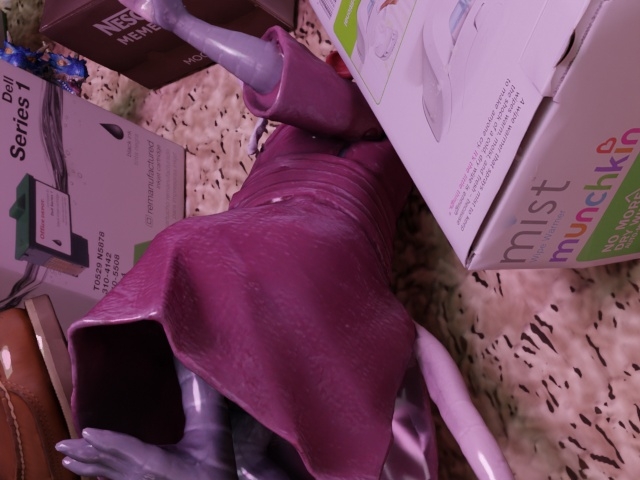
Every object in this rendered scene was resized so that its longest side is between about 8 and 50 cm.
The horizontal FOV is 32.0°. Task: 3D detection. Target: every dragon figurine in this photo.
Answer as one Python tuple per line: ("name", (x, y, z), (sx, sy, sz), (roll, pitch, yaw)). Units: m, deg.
("dragon figurine", (-0.268, -0.099, 0.964), (0.289, 0.085, 0.144), (8, 78, 68))

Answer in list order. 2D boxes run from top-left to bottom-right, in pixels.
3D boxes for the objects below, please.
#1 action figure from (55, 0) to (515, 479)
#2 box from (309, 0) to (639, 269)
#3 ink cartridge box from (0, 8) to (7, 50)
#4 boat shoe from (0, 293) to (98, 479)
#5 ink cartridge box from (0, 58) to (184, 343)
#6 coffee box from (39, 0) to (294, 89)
("action figure", (0.000, 0.000, 0.616), (0.275, 0.248, 0.370), (8, 45, 8))
("box", (0.115, -0.157, 0.543), (0.231, 0.126, 0.262), (63, 145, 39))
("ink cartridge box", (-0.408, -0.137, 1.122), (0.208, 0.087, 0.153), (-35, 52, 26))
("boat shoe", (-0.199, 0.137, 0.688), (0.307, 0.104, 0.111), (111, 140, -57))
("ink cartridge box", (-0.207, -0.024, 0.792), (0.092, 0.219, 0.160), (-22, 59, 35))
("coffee box", (-0.111, -0.293, 0.890), (0.168, 0.118, 0.297), (-16, 62, 37))
